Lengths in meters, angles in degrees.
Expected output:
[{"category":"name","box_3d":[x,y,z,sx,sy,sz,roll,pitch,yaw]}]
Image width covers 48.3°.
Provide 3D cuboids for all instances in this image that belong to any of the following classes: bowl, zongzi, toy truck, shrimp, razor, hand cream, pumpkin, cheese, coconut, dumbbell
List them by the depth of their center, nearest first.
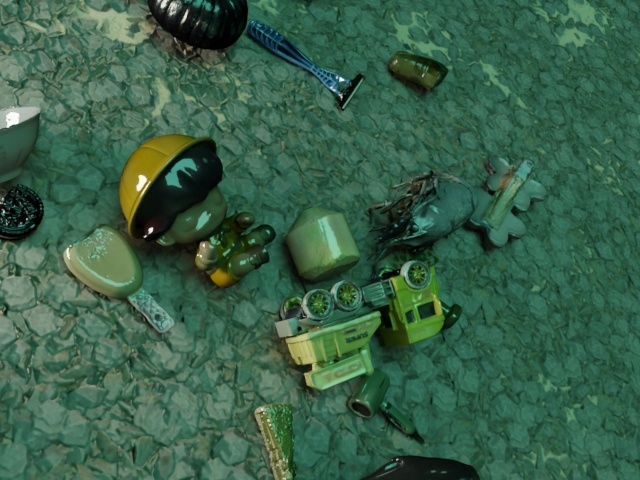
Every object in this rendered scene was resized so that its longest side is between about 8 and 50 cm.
[{"category":"bowl","box_3d":[-0.488,-0.128,1.035,0.189,0.189,0.086,-29,119,-34]},{"category":"cheese","box_3d":[-0.293,0.064,1.073,0.192,0.037,0.097,46,55,4]},{"category":"toy truck","box_3d":[0.070,0.136,1.152,0.272,0.124,0.157,-15,86,-25]},{"category":"coconut","box_3d":[0.000,0.000,1.205,0.116,0.116,0.122,-14,76,-31]},{"category":"dumbbell","box_3d":[0.197,0.108,1.283,0.118,0.046,0.052,39,49,-2]},{"category":"shrimp","box_3d":[0.173,-0.052,1.305,0.145,0.116,0.343,44,43,15]},{"category":"hand cream","box_3d":[0.157,0.037,1.315,0.165,0.037,0.057,-21,75,-39]},{"category":"pumpkin","box_3d":[-0.226,-0.439,1.321,0.194,0.150,0.194,1,56,-2]},{"category":"razor","box_3d":[-0.037,-0.361,1.430,0.253,0.042,0.082,32,95,-5]},{"category":"zongzi","box_3d":[0.203,-0.389,1.568,0.154,0.062,0.130,27,33,8]}]

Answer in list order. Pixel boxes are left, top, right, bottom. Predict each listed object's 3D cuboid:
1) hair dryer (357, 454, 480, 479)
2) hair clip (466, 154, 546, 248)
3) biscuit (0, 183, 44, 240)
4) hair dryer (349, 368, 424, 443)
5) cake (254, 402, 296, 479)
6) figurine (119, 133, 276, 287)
[{"category":"hair dryer","box_3d":[0.118,0.500,1.015,0.303,0.120,0.360,-8,76,-20]},{"category":"hair clip","box_3d":[0.383,-0.088,1.470,0.146,0.075,0.257,38,60,0]},{"category":"biscuit","box_3d":[-0.456,-0.042,1.058,0.087,0.027,0.089,-11,70,-31]},{"category":"hair dryer","box_3d":[0.119,0.280,1.156,0.150,0.047,0.071,42,53,-8]},{"category":"cake","box_3d":[-0.052,0.308,1.050,0.055,0.051,0.140,-8,70,-31]},{"category":"figurine","box_3d":[-0.198,-0.042,1.105,0.257,0.167,0.192,56,38,-16]}]
